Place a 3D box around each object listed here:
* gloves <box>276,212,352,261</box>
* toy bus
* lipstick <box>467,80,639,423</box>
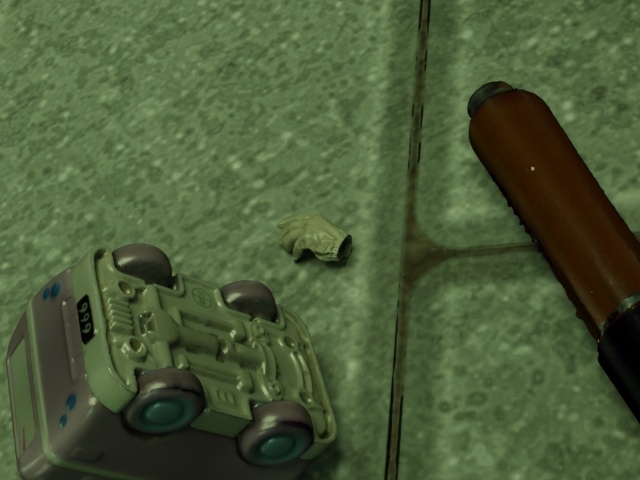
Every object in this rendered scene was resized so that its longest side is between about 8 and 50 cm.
[{"bbox_3d":[-0.001,-0.002,1.033,0.081,0.037,0.044,4,20,30],"label":"gloves"},{"bbox_3d":[-0.103,0.104,0.889,0.142,0.202,0.142,-46,43,27],"label":"toy bus"},{"bbox_3d":[0.204,0.027,0.903,0.077,0.077,0.418,-26,48,1],"label":"lipstick"}]
